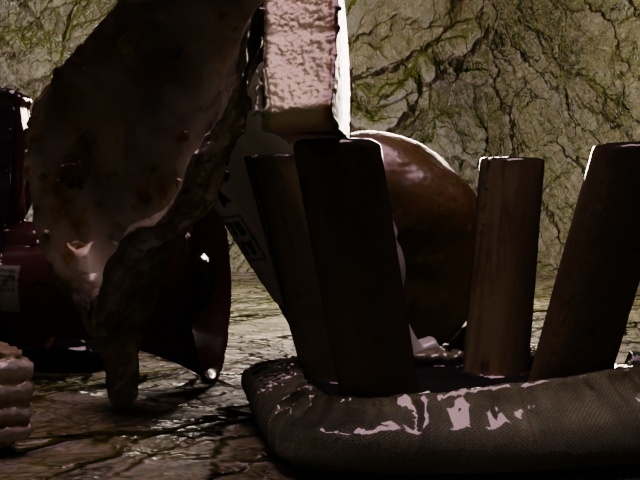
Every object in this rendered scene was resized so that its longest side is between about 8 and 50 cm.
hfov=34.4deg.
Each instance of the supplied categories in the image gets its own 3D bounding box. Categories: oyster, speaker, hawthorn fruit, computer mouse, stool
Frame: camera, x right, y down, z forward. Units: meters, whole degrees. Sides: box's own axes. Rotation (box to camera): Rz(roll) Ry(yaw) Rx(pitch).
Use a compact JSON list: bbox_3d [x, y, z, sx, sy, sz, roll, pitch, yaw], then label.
[{"bbox_3d":[-0.155,-0.071,0.876,0.204,0.396,0.111,34,16,31],"label":"oyster"},{"bbox_3d":[-0.257,0.004,1.017,0.329,0.259,0.198,5,28,3],"label":"speaker"},{"bbox_3d":[0.072,0.014,1.233,0.267,0.268,0.301,1,-5,20],"label":"hawthorn fruit"},{"bbox_3d":[-0.322,0.101,1.166,0.217,0.074,0.122,0,1,32],"label":"computer mouse"},{"bbox_3d":[0.100,0.040,0.795,0.310,0.226,0.310,0,3,-12],"label":"stool"}]

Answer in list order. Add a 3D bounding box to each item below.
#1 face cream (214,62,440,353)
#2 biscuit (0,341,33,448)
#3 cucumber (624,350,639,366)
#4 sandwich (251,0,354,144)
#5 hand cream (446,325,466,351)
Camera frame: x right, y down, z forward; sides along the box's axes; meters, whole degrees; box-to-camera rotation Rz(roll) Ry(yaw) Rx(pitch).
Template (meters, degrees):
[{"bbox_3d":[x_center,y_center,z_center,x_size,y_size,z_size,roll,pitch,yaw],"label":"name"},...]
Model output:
[{"bbox_3d":[0.000,0.000,1.001,0.145,0.370,0.145,-29,14,8],"label":"face cream"},{"bbox_3d":[-0.371,0.104,0.839,0.144,0.079,0.426,2,1,-38],"label":"biscuit"},{"bbox_3d":[0.326,0.128,0.945,0.105,0.048,0.048,3,1,3],"label":"cucumber"},{"bbox_3d":[-0.006,-0.111,0.713,0.058,0.193,0.162,-4,-34,5],"label":"sandwich"},{"bbox_3d":[0.196,0.124,1.278,0.080,0.050,0.234,-3,-5,3],"label":"hand cream"}]
